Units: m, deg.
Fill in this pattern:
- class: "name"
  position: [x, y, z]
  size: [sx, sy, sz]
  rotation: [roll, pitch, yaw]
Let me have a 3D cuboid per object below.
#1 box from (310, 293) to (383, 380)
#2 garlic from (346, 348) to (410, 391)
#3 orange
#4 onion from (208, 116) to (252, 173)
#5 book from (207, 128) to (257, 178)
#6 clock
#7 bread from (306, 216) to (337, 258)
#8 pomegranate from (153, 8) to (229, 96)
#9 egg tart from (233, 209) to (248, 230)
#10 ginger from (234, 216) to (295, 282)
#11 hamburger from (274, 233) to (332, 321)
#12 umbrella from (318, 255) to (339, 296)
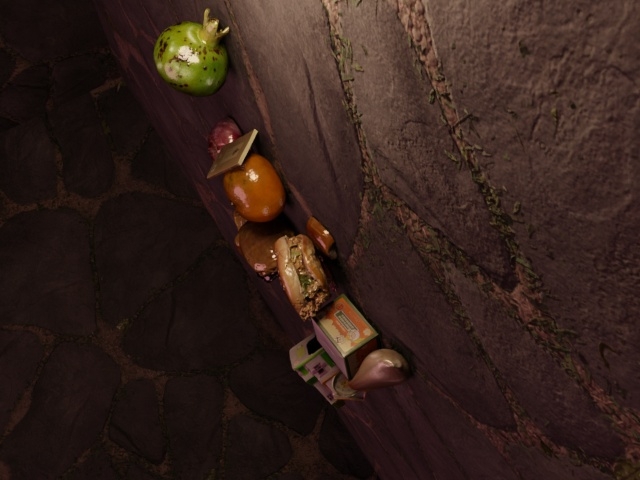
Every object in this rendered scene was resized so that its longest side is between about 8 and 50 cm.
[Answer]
- class: "box"
  position: [0.088, 0.315, 1.841]
  size: [0.195, 0.148, 0.177]
  rotation: [48, 161, 35]
- class: "garlic"
  position: [0.182, 0.404, 1.719]
  size: [0.318, 0.144, 0.112]
  rotation: [120, 148, -52]
- class: "orange"
  position: [-0.219, -0.166, 1.824]
  size: [0.240, 0.171, 0.240]
  rotation: [53, 163, 24]
- class: "onion"
  position: [-0.333, -0.310, 2.013]
  size: [0.227, 0.120, 0.283]
  rotation: [65, 165, -6]
- class: "book"
  position: [-0.282, -0.271, 1.777]
  size: [0.016, 0.138, 0.199]
  rotation: [37, 151, -29]
- class: "clock"
  position: [0.074, 0.475, 2.068]
  size: [0.309, 0.235, 0.166]
  rotation: [51, -174, -21]
- class: "bread"
  position: [0.000, 0.000, 1.705]
  size: [0.129, 0.044, 0.126]
  rotation: [39, 158, 43]
- class: "pomegranate"
  position: [-0.332, -0.507, 1.525]
  size: [0.263, 0.211, 0.211]
  rotation: [-37, 83, 34]
- class: "egg tart"
  position: [-0.324, -0.081, 2.499]
  size: [0.252, 0.099, 0.232]
  rotation: [58, 162, 16]
- class: "ginger"
  position: [-0.192, 0.012, 2.031]
  size: [0.223, 0.200, 0.269]
  rotation: [55, 169, -8]
- class: "hamburger"
  position: [-0.055, 0.114, 1.810]
  size: [0.243, 0.146, 0.285]
  rotation: [55, -168, -77]
- class: "umbrella"
  position: [0.028, 0.122, 1.893]
  size: [0.027, 0.025, 0.165]
  rotation: [-78, -33, -66]
